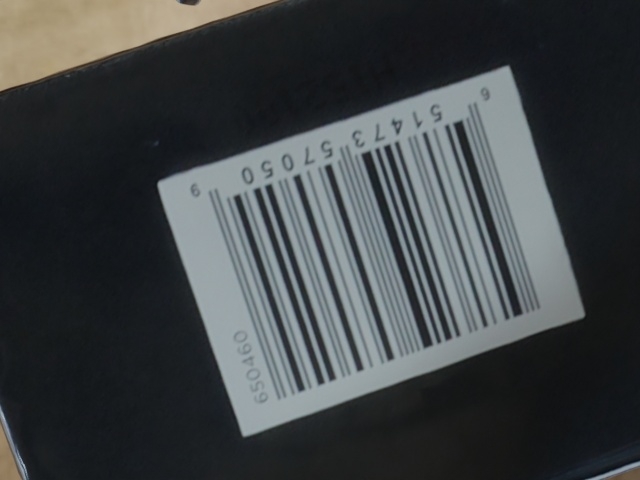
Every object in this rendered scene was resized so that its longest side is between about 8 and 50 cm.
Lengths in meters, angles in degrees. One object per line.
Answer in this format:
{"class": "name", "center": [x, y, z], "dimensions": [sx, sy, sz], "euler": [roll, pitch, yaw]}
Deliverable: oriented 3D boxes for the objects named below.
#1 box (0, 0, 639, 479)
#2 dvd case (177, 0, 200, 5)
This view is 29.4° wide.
{"class": "box", "center": [0.000, 0.000, 0.626], "dimensions": [0.293, 0.212, 0.395], "euler": [-19, -174, -4]}
{"class": "dvd case", "center": [-0.087, -0.358, 1.114], "dimensions": [0.030, 0.239, 0.179], "euler": [2, -119, -38]}
